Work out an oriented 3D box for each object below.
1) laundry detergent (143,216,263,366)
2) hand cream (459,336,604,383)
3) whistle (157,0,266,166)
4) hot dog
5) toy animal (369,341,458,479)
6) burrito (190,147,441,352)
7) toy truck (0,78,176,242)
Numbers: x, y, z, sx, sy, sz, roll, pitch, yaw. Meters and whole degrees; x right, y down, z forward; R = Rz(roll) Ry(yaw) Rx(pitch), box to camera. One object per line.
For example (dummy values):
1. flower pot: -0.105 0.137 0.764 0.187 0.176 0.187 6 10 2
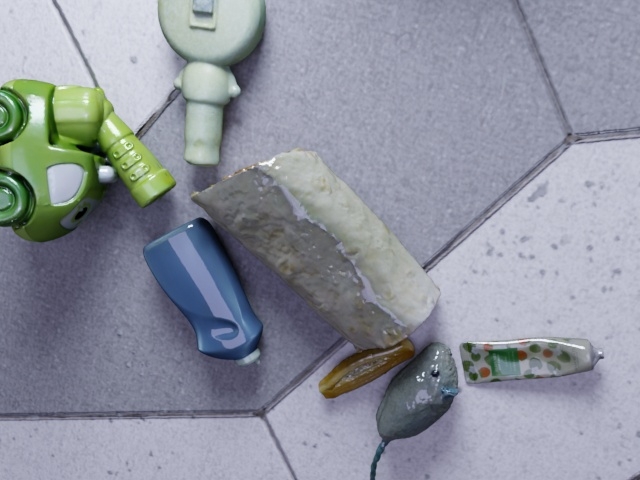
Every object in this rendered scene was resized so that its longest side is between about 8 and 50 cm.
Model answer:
1. laundry detergent: -0.139 0.077 0.740 0.096 0.061 0.206 -29 97 6
2. hand cream: 0.257 0.145 0.704 0.164 0.037 0.057 -9 100 18
3. whistle: -0.133 -0.217 0.674 0.125 0.067 0.258 10 106 9
4. hot dog: 0.057 0.161 0.739 0.137 0.028 0.044 -32 121 17
5. toy animal: 0.104 0.242 0.729 0.079 0.070 0.253 24 106 13
6. burrito: -0.003 0.002 0.679 0.299 0.105 0.143 44 109 -3
7. toy truck: -0.304 -0.108 0.695 0.210 0.148 0.187 -21 94 -7
